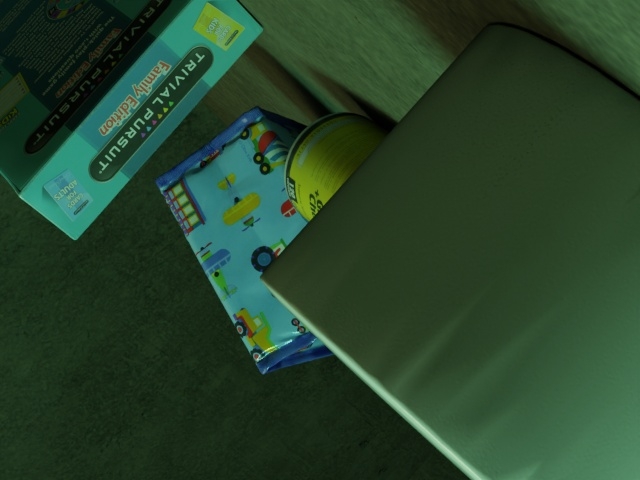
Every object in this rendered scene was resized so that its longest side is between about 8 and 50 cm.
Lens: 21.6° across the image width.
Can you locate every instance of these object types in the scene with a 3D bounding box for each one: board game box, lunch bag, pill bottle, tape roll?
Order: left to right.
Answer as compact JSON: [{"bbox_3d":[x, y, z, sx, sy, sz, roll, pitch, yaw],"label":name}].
[{"bbox_3d":[-0.232,-0.176,1.589,0.079,0.254,0.336,43,178,-38],"label":"board game box"},{"bbox_3d":[0.000,0.000,1.705,0.221,0.138,0.293,60,-159,12],"label":"lunch bag"},{"bbox_3d":[0.050,-0.033,1.379,0.103,0.103,0.184,44,178,-34],"label":"pill bottle"},{"bbox_3d":[0.113,0.039,0.813,0.246,0.169,0.246,43,178,2],"label":"tape roll"}]
